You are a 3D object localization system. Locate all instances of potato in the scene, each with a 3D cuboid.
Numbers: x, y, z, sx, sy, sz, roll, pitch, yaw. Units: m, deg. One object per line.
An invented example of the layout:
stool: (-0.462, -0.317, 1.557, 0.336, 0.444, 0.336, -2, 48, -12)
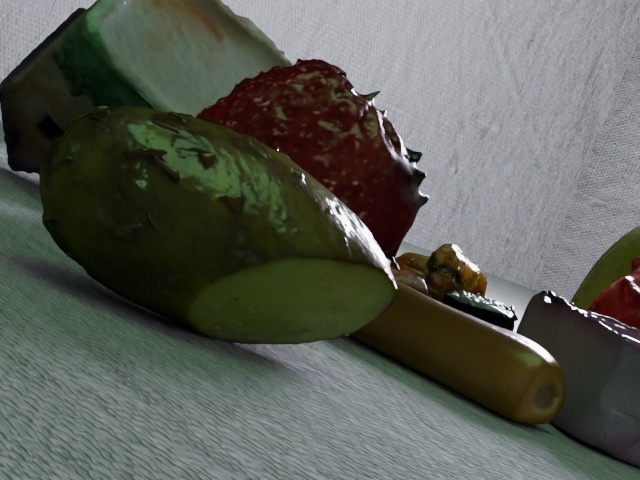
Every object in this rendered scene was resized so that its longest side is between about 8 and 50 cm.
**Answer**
potato: (0.403, 0.079, 1.981, 0.112, 0.255, 0.269, 25, 4, 18)
potato: (-0.073, -0.008, 1.126, 0.298, 0.141, 0.176, 19, 47, -16)

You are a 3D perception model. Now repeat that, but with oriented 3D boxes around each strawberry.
strawberry: (-0.048, -0.050, 1.444, 0.277, 0.257, 0.257, -11, 16, -19)

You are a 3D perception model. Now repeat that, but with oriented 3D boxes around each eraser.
eraser: (0.395, 0.183, 1.509, 0.359, 0.122, 0.272, 20, 6, -15)

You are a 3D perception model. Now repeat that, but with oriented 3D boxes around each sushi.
sushi: (0.169, 0.100, 1.649, 0.091, 0.078, 0.150, 16, 4, 0)

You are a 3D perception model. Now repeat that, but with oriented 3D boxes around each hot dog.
hot dog: (0.150, 0.060, 1.809, 0.115, 0.072, 0.269, -20, -17, 8)

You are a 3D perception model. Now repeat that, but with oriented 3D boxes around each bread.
bread: (0.126, 0.102, 1.411, 0.239, 0.074, 0.093, 25, 9, 39)

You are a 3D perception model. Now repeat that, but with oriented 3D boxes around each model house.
model house: (-0.204, -0.137, 1.727, 0.312, 0.245, 0.280, 44, -46, -16)

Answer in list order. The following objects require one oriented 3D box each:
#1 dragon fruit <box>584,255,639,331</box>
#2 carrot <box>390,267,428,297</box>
dragon fruit: (0.402, 0.123, 1.745, 0.268, 0.210, 0.205, -19, -8, -16)
carrot: (0.021, 0.048, 1.634, 0.205, 0.072, 0.072, 16, 5, -17)
